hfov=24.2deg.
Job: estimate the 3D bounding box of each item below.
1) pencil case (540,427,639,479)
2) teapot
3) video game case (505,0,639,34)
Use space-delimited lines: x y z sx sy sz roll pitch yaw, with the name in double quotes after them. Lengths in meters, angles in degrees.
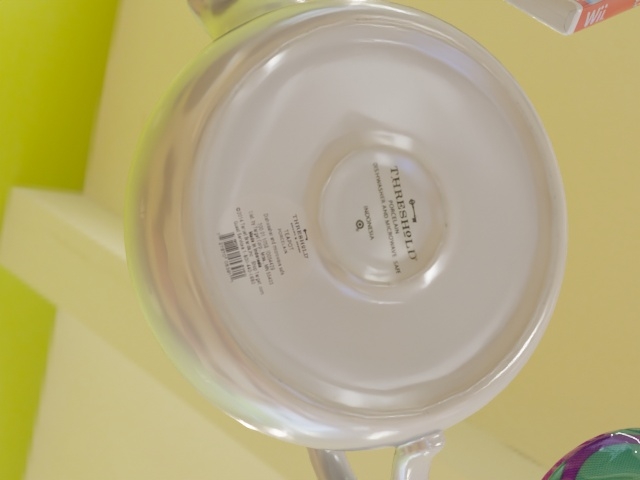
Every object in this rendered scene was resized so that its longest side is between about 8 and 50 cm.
0.109 0.109 0.356 0.151 0.070 0.064 41 -36 49 "pencil case"
0.000 0.000 0.822 0.256 0.252 0.187 -63 -163 -16 "teapot"
0.174 -0.234 1.087 0.204 0.285 0.025 35 -52 25 "video game case"
